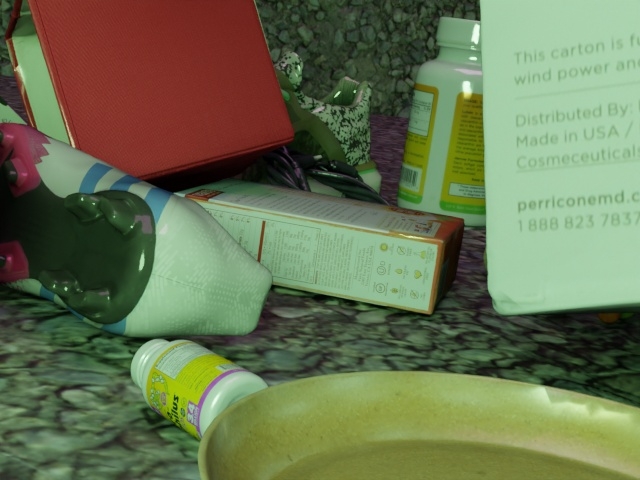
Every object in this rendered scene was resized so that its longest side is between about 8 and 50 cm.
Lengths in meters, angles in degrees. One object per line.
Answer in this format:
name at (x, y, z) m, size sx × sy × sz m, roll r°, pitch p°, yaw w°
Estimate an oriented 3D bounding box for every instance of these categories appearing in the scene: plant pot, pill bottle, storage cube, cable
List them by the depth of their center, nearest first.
plant pot at (0.075, 0.097, 0.376) m, size 0.236 × 0.032 × 0.236 m, roll 9°, pitch 11°, yaw -2°
pill bottle at (-0.066, 0.079, 0.596) m, size 0.043 × 0.043 × 0.083 m, roll -2°, pitch 14°, yaw -41°
storage cube at (-0.160, -0.137, 1.019) m, size 0.193 × 0.214 × 0.184 m, roll -17°, pitch -1°, yaw -21°
cable at (0.009, -0.051, 1.162) m, size 0.151 × 0.047 × 0.184 m, roll 31°, pitch 20°, yaw -20°
pill bottle at (0.179, -0.150, 1.404) m, size 0.136 × 0.245 × 0.136 m, roll 8°, pitch 11°, yaw -2°

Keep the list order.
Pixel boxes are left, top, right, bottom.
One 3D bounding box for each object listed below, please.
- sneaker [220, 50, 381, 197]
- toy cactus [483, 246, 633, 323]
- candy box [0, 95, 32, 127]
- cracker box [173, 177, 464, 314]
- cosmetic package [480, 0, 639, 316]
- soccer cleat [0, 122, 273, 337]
sneaker at (-0.081, -0.129, 1.280) m, size 0.158 × 0.182 × 0.410 m, roll 17°, pitch 15°, yaw 39°
toy cactus at (0.235, 0.013, 1.047) m, size 0.181 × 0.112 × 0.219 m, roll 5°, pitch 15°, yaw 39°
candy box at (-0.375, -0.127, 1.142) m, size 0.233 × 0.071 × 0.159 m, roll 22°, pitch -22°, yaw 50°
cracker box at (0.000, 0.000, 0.984) m, size 0.232 × 0.067 × 0.156 m, roll 11°, pitch 11°, yaw 12°
cosmetic package at (0.332, -0.115, 0.754) m, size 0.330 × 0.327 × 0.394 m, roll -5°, pitch -6°, yaw 32°
soccer cleat at (-0.163, 0.000, 0.813) m, size 0.143 × 0.116 × 0.331 m, roll 20°, pitch 4°, yaw -40°
